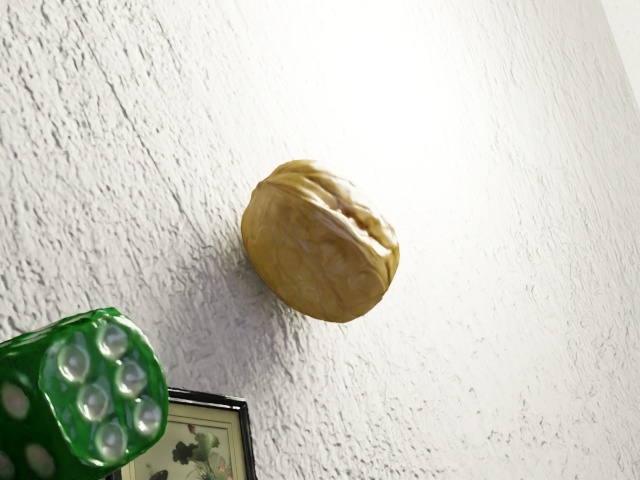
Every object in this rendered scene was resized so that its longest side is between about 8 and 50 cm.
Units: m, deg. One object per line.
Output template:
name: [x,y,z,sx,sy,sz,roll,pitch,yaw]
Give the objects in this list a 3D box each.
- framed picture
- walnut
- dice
framed picture: [-0.129,0.235,1.020,0.195,0.010,0.199,19,53,-47]
walnut: [0.000,0.000,1.178,0.207,0.159,0.159,45,45,-31]
dice: [-0.213,0.134,0.890,0.131,0.120,0.128,-25,96,-50]
